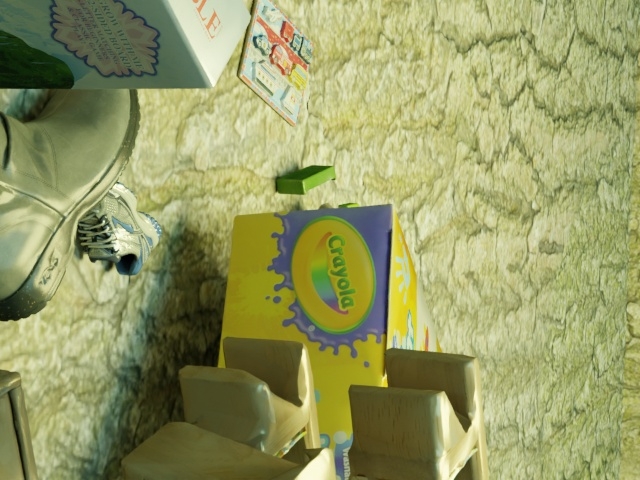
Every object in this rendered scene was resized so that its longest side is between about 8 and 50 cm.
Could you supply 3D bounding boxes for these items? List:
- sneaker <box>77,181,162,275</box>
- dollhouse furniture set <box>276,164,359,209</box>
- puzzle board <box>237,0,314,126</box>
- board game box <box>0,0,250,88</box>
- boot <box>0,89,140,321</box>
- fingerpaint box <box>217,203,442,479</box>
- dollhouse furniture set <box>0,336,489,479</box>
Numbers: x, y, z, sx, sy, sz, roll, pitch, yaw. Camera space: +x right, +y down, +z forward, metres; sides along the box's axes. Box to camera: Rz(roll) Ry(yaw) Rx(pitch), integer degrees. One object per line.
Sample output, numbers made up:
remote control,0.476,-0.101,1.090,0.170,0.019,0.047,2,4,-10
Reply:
sneaker,-0.177,-0.011,1.241,0.135,0.052,0.058,48,55,-54
dollhouse furniture set,0.000,0.000,1.574,0.058,0.076,0.152,-28,116,-45
puzzle board,-0.042,-0.185,1.532,0.128,0.011,0.096,38,58,-57
board game box,-0.239,-0.214,0.806,0.319,0.318,0.066,62,40,-44
boot,-0.228,-0.076,1.108,0.161,0.083,0.247,54,44,-43
fingerpaint box,0.017,0.251,1.382,0.371,0.163,0.445,67,22,-56
dollhouse furniture set,-0.123,0.245,0.987,0.362,0.394,0.257,-35,124,-57
